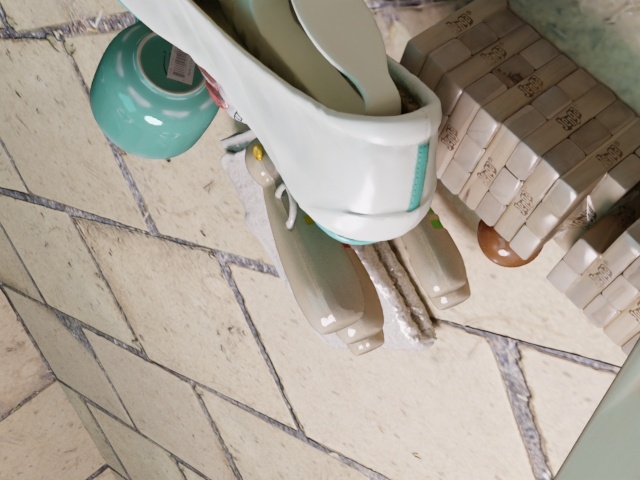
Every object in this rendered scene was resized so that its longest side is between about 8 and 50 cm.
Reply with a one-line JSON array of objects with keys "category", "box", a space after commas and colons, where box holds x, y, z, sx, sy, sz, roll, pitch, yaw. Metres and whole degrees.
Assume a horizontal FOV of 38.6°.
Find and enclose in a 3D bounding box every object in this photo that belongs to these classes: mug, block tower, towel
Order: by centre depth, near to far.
[{"category": "block tower", "box": [0.193, -0.016, 0.611, 0.335, 0.091, 0.097, 47, 150, 14]}, {"category": "mug", "box": [-0.173, -0.173, 0.947, 0.157, 0.129, 0.097, 54, 149, 0]}, {"category": "towel", "box": [0.000, 0.000, 0.965, 0.187, 0.049, 0.282, -9, 114, 60]}]

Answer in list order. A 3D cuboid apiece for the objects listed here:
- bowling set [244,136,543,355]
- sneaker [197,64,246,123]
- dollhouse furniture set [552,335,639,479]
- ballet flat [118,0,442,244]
[{"category": "bowling set", "box": [0.067, -0.016, 0.759, 0.287, 0.200, 0.154, 65, -178, -77]}, {"category": "sneaker", "box": [-0.111, -0.191, 0.810, 0.270, 0.090, 0.145, 26, 151, 2]}, {"category": "dollhouse furniture set", "box": [0.264, 0.123, 0.489, 0.303, 0.198, 0.286, 28, 109, 15]}, {"category": "ballet flat", "box": [-0.046, -0.175, 0.636, 0.400, 0.139, 0.139, 51, 153, 22]}]
